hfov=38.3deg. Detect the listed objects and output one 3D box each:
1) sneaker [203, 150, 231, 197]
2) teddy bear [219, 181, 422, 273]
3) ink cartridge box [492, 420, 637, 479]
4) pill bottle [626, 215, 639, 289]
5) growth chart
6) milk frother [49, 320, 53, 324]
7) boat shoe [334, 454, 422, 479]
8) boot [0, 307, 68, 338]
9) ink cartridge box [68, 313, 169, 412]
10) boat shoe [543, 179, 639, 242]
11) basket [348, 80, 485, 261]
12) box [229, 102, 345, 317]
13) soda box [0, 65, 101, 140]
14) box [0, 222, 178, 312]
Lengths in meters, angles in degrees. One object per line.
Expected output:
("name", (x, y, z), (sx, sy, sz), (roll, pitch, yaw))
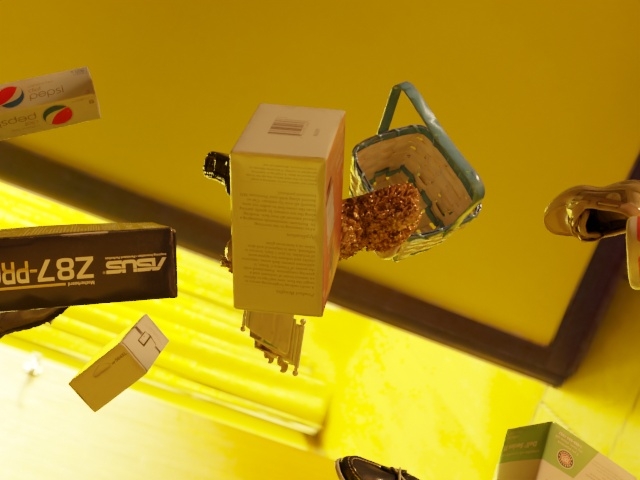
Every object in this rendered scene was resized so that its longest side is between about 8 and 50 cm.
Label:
("sneaker", (-0.095, -0.084, 1.224), (0.170, 0.089, 0.051), (32, 105, 54))
("teddy bear", (0.000, 0.000, 1.475), (0.245, 0.338, 0.113), (162, 94, -70))
("ink cartridge box", (0.352, 0.490, 1.439), (0.119, 0.207, 0.353), (-29, 31, 55))
("pill bottle", (0.537, 0.014, 1.303), (0.108, 0.194, 0.108), (-3, -90, -68))
("growth chart", (-0.121, 0.219, 2.281), (0.237, 0.021, 0.172), (32, 117, 38))
("milk frother", (-0.613, 0.089, 1.993), (0.143, 0.135, 0.129), (-52, 15, 58))
("boat shoe", (0.155, 0.486, 1.795), (0.091, 0.302, 0.114), (-41, 33, 21))
("boot", (-0.587, 0.084, 1.664), (0.338, 0.118, 0.222), (-37, -29, -13))
("ink cartridge box", (-0.411, 0.250, 1.901), (0.148, 0.086, 0.203), (-38, 8, 10))
("boat shoe", (0.626, -0.058, 2.151), (0.110, 0.121, 0.341), (-44, 10, -24))
("basket", (0.173, -0.117, 1.672), (0.254, 0.201, 0.289), (60, 160, 17))
("box", (-0.030, -0.032, 0.909), (0.130, 0.091, 0.170), (-73, -14, -60))
("soda box", (-0.503, -0.238, 1.623), (0.074, 0.216, 0.069), (93, 161, -59))
("box", (-0.360, 0.027, 1.203), (0.395, 0.318, 0.097), (-170, 79, -75))
